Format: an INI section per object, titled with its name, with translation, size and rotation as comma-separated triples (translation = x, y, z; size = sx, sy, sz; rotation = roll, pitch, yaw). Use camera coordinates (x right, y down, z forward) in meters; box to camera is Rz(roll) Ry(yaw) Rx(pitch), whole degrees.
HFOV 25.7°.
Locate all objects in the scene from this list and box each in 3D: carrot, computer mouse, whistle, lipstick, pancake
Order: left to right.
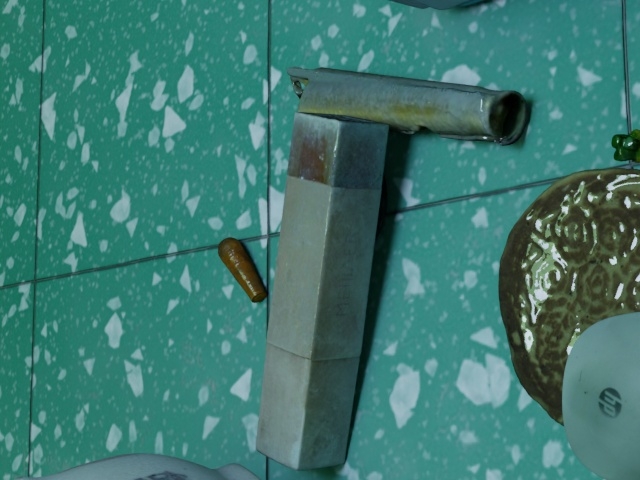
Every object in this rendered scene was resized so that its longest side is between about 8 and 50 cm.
[carrot]
translation = -0.093, 0.033, 1.656
size = 0.032, 0.032, 0.093
rotation = -52, 53, 27
[lipstick]
translation = 0.000, 0.054, 1.485
size = 0.080, 0.076, 0.371
rotation = 18, 104, 46
[whistle]
translation = 0.079, -0.146, 1.481
size = 0.326, 0.057, 0.068
rotation = 14, 136, 48
[pancake]
translation = 0.259, 0.049, 1.278
size = 0.250, 0.031, 0.250
rotation = -9, 77, 45
[computer mouse]
translation = 0.323, 0.134, 1.127
size = 0.288, 0.097, 0.159
rotation = 2, 87, 40

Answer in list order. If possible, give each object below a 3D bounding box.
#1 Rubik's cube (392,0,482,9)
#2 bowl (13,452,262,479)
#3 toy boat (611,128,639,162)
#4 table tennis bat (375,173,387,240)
[Rubik's cube]
translation = 0.116, -0.439, 1.283
size = 0.352, 0.351, 0.347
rotation = -14, 73, 42
[bowl]
translation = -0.110, 0.358, 1.447
size = 0.196, 0.435, 0.435
rotation = -37, 43, -18
[toy boat]
translation = 0.352, -0.095, 1.164
size = 0.229, 0.088, 0.089
rotation = -13, 73, 45
[table tennis bat]
translation = 0.000, 0.000, 1.566
size = 0.150, 0.027, 0.236
rotation = 33, 106, 44
